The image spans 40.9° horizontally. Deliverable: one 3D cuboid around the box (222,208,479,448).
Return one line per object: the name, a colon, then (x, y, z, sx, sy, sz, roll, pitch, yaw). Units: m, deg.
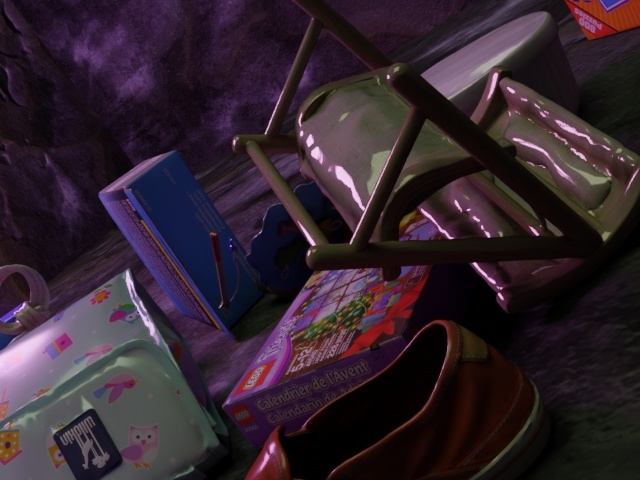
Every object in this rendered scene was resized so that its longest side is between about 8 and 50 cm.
box: (0.050, 0.062, 0.828, 0.201, 0.057, 0.293, -27, 15, 32)

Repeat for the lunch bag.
lunch bag: (-0.222, 0.183, 0.858, 0.223, 0.160, 0.262, -33, 36, -5)

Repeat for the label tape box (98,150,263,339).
label tape box: (-0.190, 0.000, 1.231, 0.106, 0.240, 0.334, -37, 14, -17)

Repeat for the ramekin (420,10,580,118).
ramekin: (0.200, -0.162, 1.087, 0.273, 0.127, 0.273, -32, 13, 9)

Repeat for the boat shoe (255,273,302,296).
boat shoe: (-0.009, -0.010, 1.168, 0.223, 0.080, 0.073, -47, 22, -26)

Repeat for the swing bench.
swing bench: (0.093, -0.073, 0.727, 0.165, 0.255, 0.253, -66, 27, 19)

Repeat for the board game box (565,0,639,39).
board game box: (0.506, -0.547, 1.170, 0.357, 0.356, 0.356, -39, 13, -13)

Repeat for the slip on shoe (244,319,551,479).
slip on shoe: (-0.015, 0.167, 0.536, 0.331, 0.101, 0.123, -36, 15, 1)

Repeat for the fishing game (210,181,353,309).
fishing game: (0.000, 0.000, 1.004, 0.264, 0.189, 0.041, -22, 53, -19)

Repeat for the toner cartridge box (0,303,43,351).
toner cartridge box: (-0.578, 0.271, 1.395, 0.348, 0.165, 0.075, -36, 13, 0)

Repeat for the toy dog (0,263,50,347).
toy dog: (-0.354, 0.198, 1.042, 0.161, 0.220, 0.333, -5, 58, 65)
